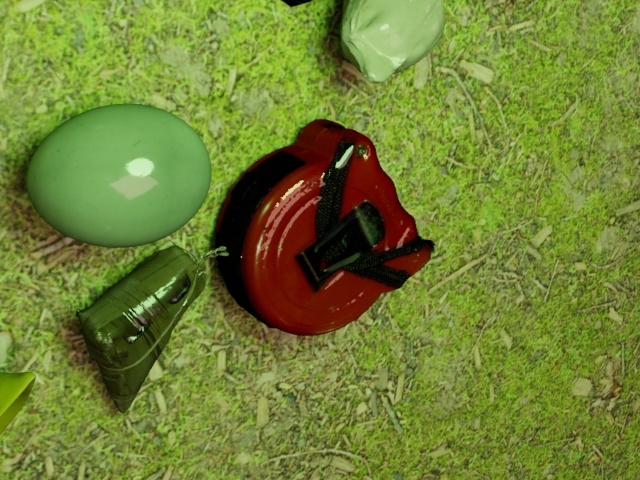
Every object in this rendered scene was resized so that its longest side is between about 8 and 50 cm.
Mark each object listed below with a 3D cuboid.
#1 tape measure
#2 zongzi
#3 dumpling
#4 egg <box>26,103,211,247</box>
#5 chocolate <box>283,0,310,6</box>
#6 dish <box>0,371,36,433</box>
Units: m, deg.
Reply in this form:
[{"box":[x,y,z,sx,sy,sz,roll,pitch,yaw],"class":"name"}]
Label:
[{"box":[0.000,0.000,1.207,0.260,0.114,0.253,-41,126,-15],"class":"tape measure"},{"box":[-0.189,0.101,1.155,0.189,0.081,0.178,-40,145,-28],"class":"zongzi"},{"box":[0.080,-0.266,1.162,0.136,0.118,0.199,57,40,-24],"class":"dumpling"},{"box":[-0.207,-0.067,1.011,0.192,0.149,0.150,-14,116,-27],"class":"egg"},{"box":[0.014,-0.336,1.105,0.125,0.080,0.149,-3,108,-34],"class":"chocolate"},{"box":[-0.388,0.200,1.019,0.080,0.149,0.208,39,92,-2],"class":"dish"}]
